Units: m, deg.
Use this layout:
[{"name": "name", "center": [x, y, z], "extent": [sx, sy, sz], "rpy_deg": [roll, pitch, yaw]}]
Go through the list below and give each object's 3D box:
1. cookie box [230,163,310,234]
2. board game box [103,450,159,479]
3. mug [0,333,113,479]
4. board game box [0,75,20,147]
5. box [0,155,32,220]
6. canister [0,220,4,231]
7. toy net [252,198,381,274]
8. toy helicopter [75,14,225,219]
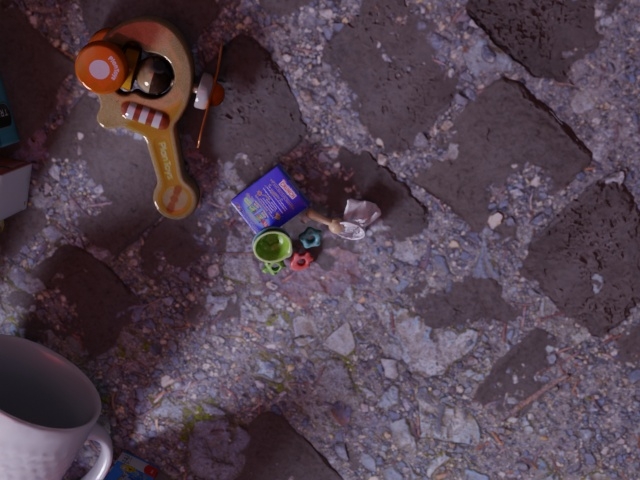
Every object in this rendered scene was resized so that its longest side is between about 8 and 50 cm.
[{"name": "cookie box", "center": [-0.087, -0.068, 1.477], "extent": [0.107, 0.040, 0.092], "rpy_deg": [-35, 100, 14]}, {"name": "board game box", "center": [-0.438, 0.599, 1.560], "extent": [0.086, 0.302, 0.308], "rpy_deg": [28, 106, -2]}, {"name": "mug", "center": [-0.563, 0.395, 1.549], "extent": [0.374, 0.276, 0.328], "rpy_deg": [24, 105, -38]}, {"name": "board game box", "center": [-0.621, -0.298, 1.360], "extent": [0.079, 0.254, 0.336], "rpy_deg": [-10, 104, 8]}, {"name": "box", "center": [-0.619, -0.103, 1.477], "extent": [0.170, 0.130, 0.091], "rpy_deg": [13, 105, 2]}, {"name": "canister", "center": [-0.652, -0.005, 1.486], "extent": [0.126, 0.170, 0.073], "rpy_deg": [-25, 101, 12]}, {"name": "toy net", "center": [0.000, 0.000, 1.470], "extent": [0.232, 0.045, 0.122], "rpy_deg": [-15, 125, 0]}, {"name": "toy helicopter", "center": [-0.259, -0.206, 1.434], "extent": [0.234, 0.140, 0.355], "rpy_deg": [-10, 115, -1]}]
